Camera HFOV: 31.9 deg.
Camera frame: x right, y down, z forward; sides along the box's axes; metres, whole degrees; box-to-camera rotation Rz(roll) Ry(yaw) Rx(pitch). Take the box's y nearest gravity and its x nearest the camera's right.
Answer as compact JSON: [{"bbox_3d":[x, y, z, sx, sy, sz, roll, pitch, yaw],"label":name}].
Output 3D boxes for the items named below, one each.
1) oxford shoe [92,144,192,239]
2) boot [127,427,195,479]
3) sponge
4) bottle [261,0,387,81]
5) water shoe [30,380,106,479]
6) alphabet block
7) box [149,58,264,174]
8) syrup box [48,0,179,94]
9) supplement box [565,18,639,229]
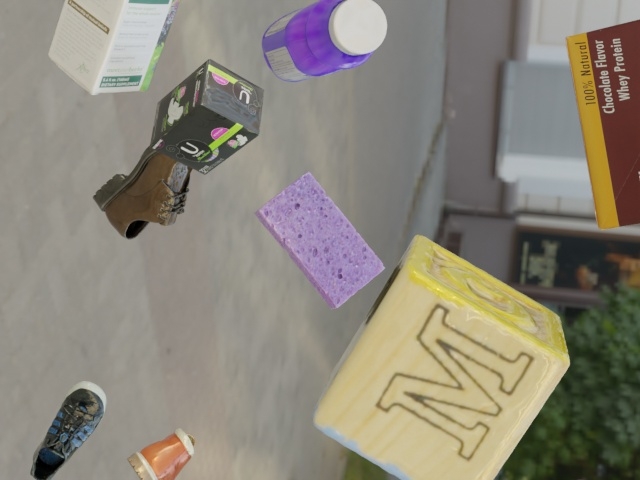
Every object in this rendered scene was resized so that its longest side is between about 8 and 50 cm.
[{"bbox_3d":[-0.193,-0.075,1.439,0.083,0.227,0.096,-21,77,-51],"label":"oxford shoe"},{"bbox_3d":[-0.193,0.282,1.425,0.084,0.059,0.158,-35,169,-15],"label":"boot"},{"bbox_3d":[0.000,0.000,1.862,0.117,0.210,0.031,-40,-176,-24],"label":"sponge"},{"bbox_3d":[0.008,-0.260,1.431,0.092,0.118,0.283,65,-13,-11],"label":"bottle"},{"bbox_3d":[-0.420,0.326,1.875,0.203,0.073,0.080,-57,-168,26],"label":"water shoe"},{"bbox_3d":[0.128,0.135,1.193,0.197,0.193,0.192,-60,179,14],"label":"alphabet block"},{"bbox_3d":[-0.098,-0.105,0.966,0.062,0.083,0.052,26,53,-30],"label":"box"},{"bbox_3d":[-0.232,-0.300,1.339,0.093,0.096,0.237,-14,138,-52],"label":"syrup box"},{"bbox_3d":[0.360,-0.119,1.075,0.129,0.194,0.191,-7,87,-62],"label":"supplement box"}]
